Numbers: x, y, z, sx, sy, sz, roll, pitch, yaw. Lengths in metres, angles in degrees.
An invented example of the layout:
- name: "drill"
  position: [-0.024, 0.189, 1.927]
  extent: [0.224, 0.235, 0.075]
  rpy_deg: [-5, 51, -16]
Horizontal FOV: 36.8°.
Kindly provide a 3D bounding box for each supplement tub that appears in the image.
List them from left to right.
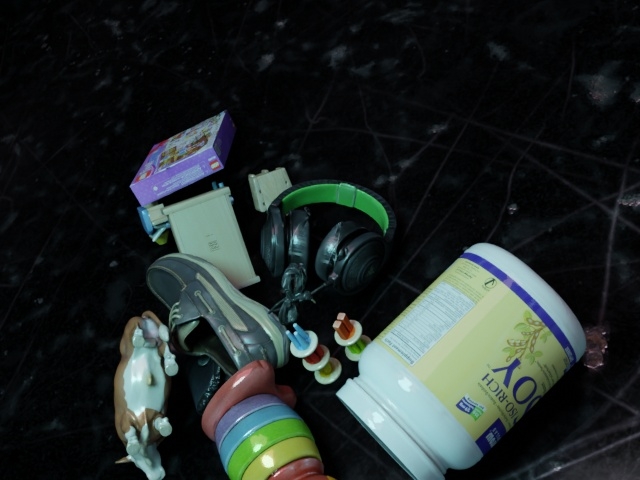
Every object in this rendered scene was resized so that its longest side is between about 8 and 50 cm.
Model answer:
- name: "supplement tub"
  position: [0.211, 0.193, 1.468]
  extent: [0.331, 0.241, 0.241]
  rpy_deg: [-44, 45, -7]

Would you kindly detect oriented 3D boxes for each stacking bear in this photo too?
- name: "stacking bear"
  position: [-0.061, 0.366, 1.556]
  extent: [0.164, 0.175, 0.289]
  rpy_deg: [-37, 52, -4]

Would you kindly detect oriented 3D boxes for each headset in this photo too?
- name: "headset"
  position: [0.000, 0.000, 1.745]
  extent: [0.243, 0.185, 0.394]
  rpy_deg: [14, 42, 11]

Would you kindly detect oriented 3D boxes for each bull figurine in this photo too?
- name: "bull figurine"
  position: [-0.309, 0.281, 1.690]
  extent: [0.188, 0.101, 0.311]
  rpy_deg: [177, 91, -71]

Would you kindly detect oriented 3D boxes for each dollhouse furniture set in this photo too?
- name: "dollhouse furniture set"
  position: [-0.209, -0.018, 2.020]
  extent: [0.286, 0.198, 0.303]
  rpy_deg: [-20, 10, -14]

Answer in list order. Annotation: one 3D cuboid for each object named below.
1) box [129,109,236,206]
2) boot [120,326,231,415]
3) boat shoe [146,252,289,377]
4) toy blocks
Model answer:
- name: "box"
  position: [-0.297, -0.188, 2.134]
  extent: [0.200, 0.057, 0.293]
  rpy_deg: [-24, 20, 11]
- name: "boot"
  position: [-0.250, 0.250, 1.798]
  extent: [0.246, 0.094, 0.207]
  rpy_deg: [-29, 41, -1]
- name: "boat shoe"
  position: [-0.211, 0.135, 1.732]
  extent: [0.355, 0.132, 0.130]
  rpy_deg: [28, 44, 36]
- name: "toy blocks"
  position: [0.012, 0.172, 1.669]
  extent: [0.123, 0.148, 0.054]
  rpy_deg: [-37, 45, -1]
